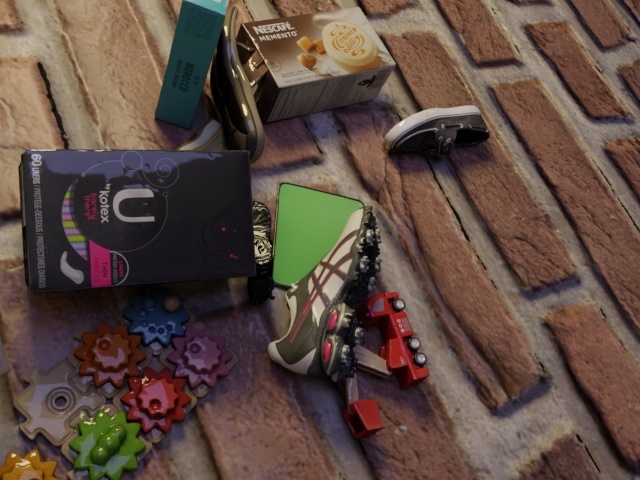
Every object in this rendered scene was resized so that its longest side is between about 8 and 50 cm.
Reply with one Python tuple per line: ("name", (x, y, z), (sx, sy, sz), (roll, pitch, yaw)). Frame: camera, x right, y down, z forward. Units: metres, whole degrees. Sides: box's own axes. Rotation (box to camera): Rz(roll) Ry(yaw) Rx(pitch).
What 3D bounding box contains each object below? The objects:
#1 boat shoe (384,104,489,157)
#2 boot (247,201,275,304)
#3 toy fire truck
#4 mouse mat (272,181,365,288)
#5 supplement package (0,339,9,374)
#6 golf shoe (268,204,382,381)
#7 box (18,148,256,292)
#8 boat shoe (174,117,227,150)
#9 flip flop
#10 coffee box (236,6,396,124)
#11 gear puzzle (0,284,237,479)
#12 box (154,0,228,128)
("boat shoe", (0.217, -0.185, 1.241), (0.228, 0.080, 0.076), (-15, 66, -38))
("boot", (-0.087, 0.020, 0.970), (0.045, 0.099, 0.121), (-6, 53, -9))
("toy fire truck", (0.079, 0.170, 0.984), (0.135, 0.047, 0.192), (-8, 64, -25))
("mouse mat", (0.000, 0.000, 1.076), (0.152, 0.007, 0.190), (13, 56, -16))
("supplement package", (-0.485, 0.058, 0.705), (0.204, 0.145, 0.262), (-31, 59, -34))
("golf shoe", (0.013, 0.060, 0.973), (0.120, 0.105, 0.273), (6, 56, 21))
("box", (-0.232, -0.027, 0.876), (0.270, 0.143, 0.165), (-4, 91, -25))
("boat shoe", (-0.187, -0.108, 1.027), (0.072, 0.068, 0.190), (43, 53, -9))
("flip flop", (-0.114, -0.237, 1.057), (0.080, 0.112, 0.277), (-4, 58, -23))
("coffee box", (-0.014, -0.305, 1.193), (0.246, 0.098, 0.141), (-18, 70, -31))
("gear puzzle", (-0.260, 0.191, 0.827), (0.175, 0.044, 0.339), (42, 54, 5))
("box", (-0.187, -0.282, 1.015), (0.060, 0.244, 0.101), (16, 55, -14))
